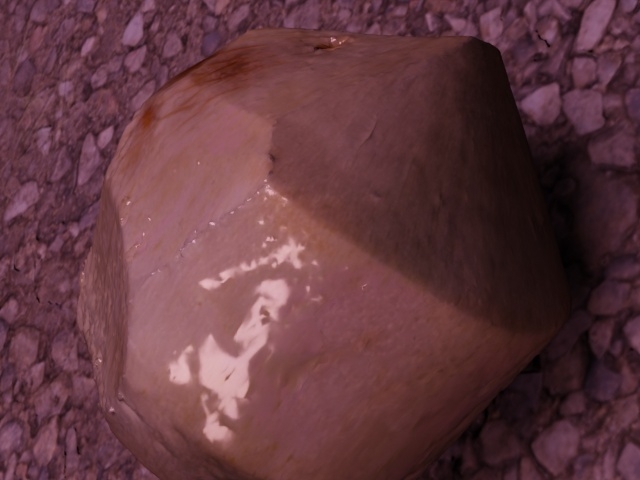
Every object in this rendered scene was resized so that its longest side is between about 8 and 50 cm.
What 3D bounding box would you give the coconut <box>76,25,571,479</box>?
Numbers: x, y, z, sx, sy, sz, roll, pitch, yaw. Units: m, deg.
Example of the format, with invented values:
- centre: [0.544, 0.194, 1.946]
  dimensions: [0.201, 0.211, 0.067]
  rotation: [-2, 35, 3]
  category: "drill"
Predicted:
- centre: [0.000, 0.000, 1.517]
  dimensions: [0.415, 0.344, 0.415]
  rotation: [-23, 56, 41]
  category: "coconut"
